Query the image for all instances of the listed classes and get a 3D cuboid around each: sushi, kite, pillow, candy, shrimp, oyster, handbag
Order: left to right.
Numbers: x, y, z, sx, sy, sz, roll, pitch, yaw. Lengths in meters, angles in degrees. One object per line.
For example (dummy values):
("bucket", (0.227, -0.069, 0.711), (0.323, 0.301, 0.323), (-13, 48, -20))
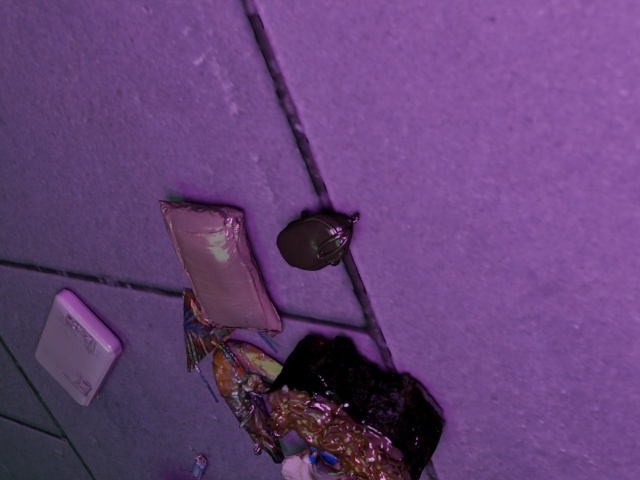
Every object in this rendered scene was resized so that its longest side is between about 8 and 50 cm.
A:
("candy", (-0.213, 0.394, 1.579), (0.030, 0.020, 0.083), (31, 141, 11))
("kite", (-0.145, 0.130, 1.232), (0.183, 0.010, 0.160), (-42, 79, 39))
("pillow", (-0.122, 0.035, 1.112), (0.119, 0.053, 0.208), (10, 132, 32))
("shrimp", (-0.073, 0.231, 1.269), (0.150, 0.051, 0.217), (-4, 120, 36))
("handbag", (0.000, 0.000, 0.969), (0.111, 0.047, 0.072), (-23, 104, 51))
("oyster", (0.032, 0.350, 1.259), (0.223, 0.083, 0.214), (8, 128, 45))
("sushi", (0.038, 0.203, 1.079), (0.213, 0.115, 0.147), (29, 142, 20))

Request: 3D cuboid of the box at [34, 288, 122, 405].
("box", (-0.420, 0.191, 1.553), (0.142, 0.044, 0.285), (44, 144, 3))
